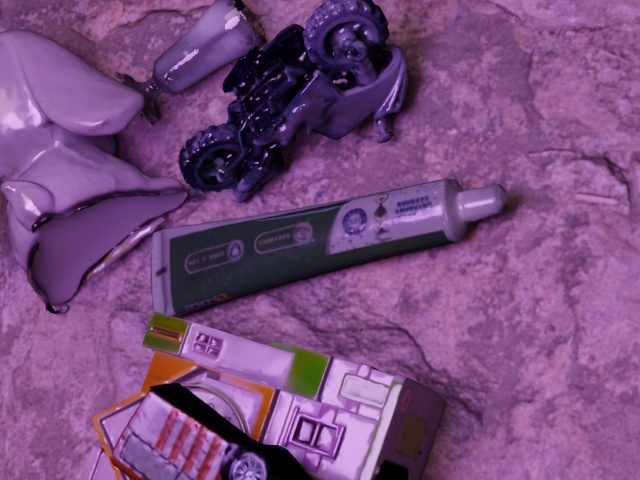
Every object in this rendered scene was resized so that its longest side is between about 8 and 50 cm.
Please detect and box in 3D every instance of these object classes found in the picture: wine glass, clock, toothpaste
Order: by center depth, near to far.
[{"bbox_3d":[-0.076,0.204,1.468,0.309,0.166,0.235,15,81,24],"label":"clock"},{"bbox_3d":[0.000,0.000,1.564,0.392,0.061,0.099,-13,69,24],"label":"toothpaste"},{"bbox_3d":[-0.138,-0.195,1.681,0.155,0.072,0.072,-36,63,11],"label":"wine glass"}]

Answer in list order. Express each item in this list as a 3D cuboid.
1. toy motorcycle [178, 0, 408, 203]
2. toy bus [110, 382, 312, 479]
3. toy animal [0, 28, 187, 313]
[{"bbox_3d":[-0.015,-0.132,1.577,0.270,0.159,0.106,-43,50,25],"label":"toy motorcycle"},{"bbox_3d":[0.010,0.262,1.303,0.408,0.093,0.092,35,93,14],"label":"toy bus"},{"bbox_3d":[-0.304,-0.080,1.664,0.289,0.174,0.249,32,88,28],"label":"toy animal"}]
